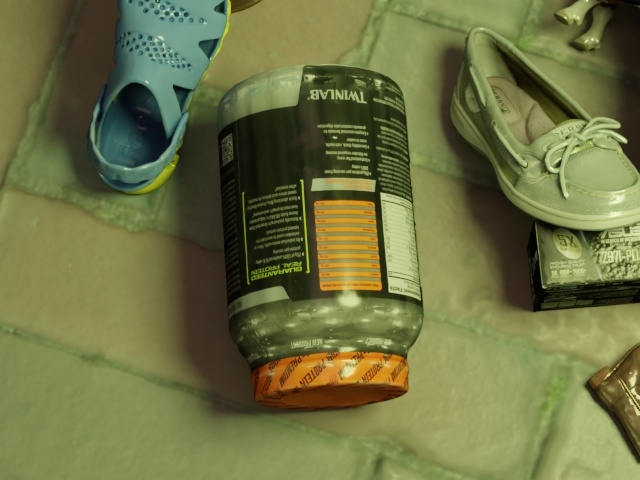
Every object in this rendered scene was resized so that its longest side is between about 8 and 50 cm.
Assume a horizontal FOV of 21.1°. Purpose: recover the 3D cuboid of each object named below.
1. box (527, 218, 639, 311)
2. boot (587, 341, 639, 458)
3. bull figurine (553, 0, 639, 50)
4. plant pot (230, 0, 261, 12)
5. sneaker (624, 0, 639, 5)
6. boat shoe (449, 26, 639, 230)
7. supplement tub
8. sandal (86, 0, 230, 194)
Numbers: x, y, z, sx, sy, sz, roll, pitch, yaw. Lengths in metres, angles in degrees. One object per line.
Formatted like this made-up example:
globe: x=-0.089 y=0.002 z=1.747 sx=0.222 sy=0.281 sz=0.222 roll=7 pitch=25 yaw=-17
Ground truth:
box: x=0.315 y=0.020 z=1.826 sx=0.180 sy=0.147 sz=0.077 roll=-5 pitch=77 yaw=3
boot: x=0.359 y=0.168 z=1.842 sx=0.106 sy=0.037 sz=0.114 roll=-38 pitch=73 yaw=7
bull figurine: x=0.372 y=-0.283 z=1.924 sx=0.310 sy=0.101 sz=0.188 roll=30 pitch=83 yaw=11
plant pot: x=-0.123 y=-0.362 z=1.942 sx=0.167 sy=0.165 sz=0.167 roll=-1 pitch=77 yaw=4
sneaker: x=0.454 y=-0.110 z=1.786 sx=0.202 sy=0.185 sz=0.482 roll=-27 pitch=79 yaw=20
boat shoe: x=0.234 y=-0.115 z=1.810 sx=0.118 sy=0.103 sz=0.320 roll=-14 pitch=37 yaw=-17
supplement tub: x=0.000 y=0.000 z=1.821 sx=0.207 sy=0.207 sz=0.337 roll=-4 pitch=76 yaw=3
sandal: x=-0.177 y=-0.184 z=1.851 sx=0.126 sy=0.138 sz=0.317 roll=13 pitch=108 yaw=1
